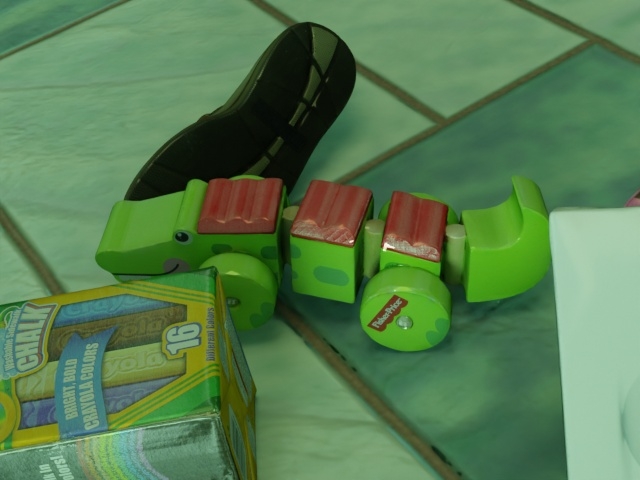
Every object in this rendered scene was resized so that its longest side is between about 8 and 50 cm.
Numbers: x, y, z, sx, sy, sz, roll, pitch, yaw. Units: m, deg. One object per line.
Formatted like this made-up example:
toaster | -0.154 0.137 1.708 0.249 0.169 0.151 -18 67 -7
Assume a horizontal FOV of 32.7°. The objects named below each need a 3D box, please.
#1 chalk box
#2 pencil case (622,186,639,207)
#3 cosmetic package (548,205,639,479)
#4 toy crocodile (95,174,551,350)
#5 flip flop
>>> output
chalk box | -0.156 0.121 0.713 0.213 0.132 0.132 -9 41 3
pencil case | 0.284 0.028 0.728 0.095 0.098 0.209 -29 42 -18
cosmetic package | 0.239 0.098 0.560 0.225 0.138 0.224 -3 76 12
toy crocodile | 0.000 0.000 0.815 0.341 0.105 0.115 5 43 9
flip flop | -0.069 -0.085 0.958 0.080 0.112 0.277 -18 32 57
